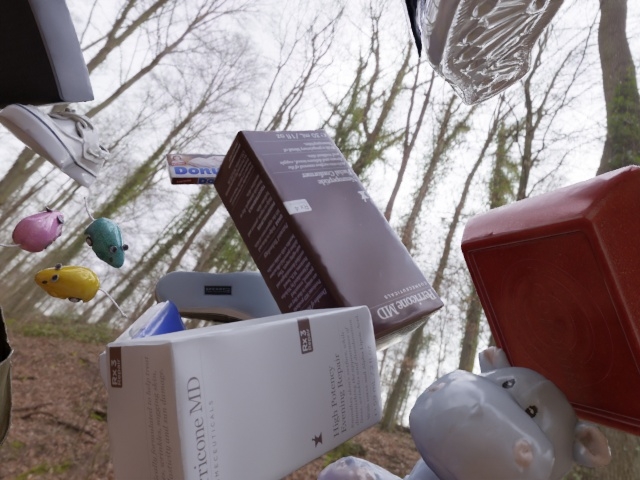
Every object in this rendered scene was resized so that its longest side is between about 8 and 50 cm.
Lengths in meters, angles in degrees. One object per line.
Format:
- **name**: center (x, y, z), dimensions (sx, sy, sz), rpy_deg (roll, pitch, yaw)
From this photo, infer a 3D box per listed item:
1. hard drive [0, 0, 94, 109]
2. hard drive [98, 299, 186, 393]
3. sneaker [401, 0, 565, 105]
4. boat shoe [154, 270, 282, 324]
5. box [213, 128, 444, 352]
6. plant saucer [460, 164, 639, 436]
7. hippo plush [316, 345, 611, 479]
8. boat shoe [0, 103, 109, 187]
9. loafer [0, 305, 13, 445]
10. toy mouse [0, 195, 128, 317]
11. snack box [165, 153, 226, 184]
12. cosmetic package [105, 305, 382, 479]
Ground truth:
- **hard drive**: center (-0.429, -0.308, 0.647), dimensions (0.171, 0.054, 0.255), rpy_deg (0, -62, 16)
- **hard drive**: center (-0.153, 0.182, 0.521), dimensions (0.210, 0.040, 0.318), rpy_deg (68, -13, -4)
- **sneaker**: center (0.129, -0.287, 0.473), dimensions (0.130, 0.323, 0.236), rpy_deg (-26, -99, 17)
- **boat shoe**: center (-0.193, 0.133, 1.009), dimensions (0.306, 0.113, 0.105), rpy_deg (2, -25, -18)
- **box**: center (0.000, 0.000, 0.759), dimensions (0.381, 0.191, 0.143), rpy_deg (59, -44, 20)
- **plant saucer**: center (0.251, 0.081, 0.493), dimensions (0.259, 0.047, 0.259), rpy_deg (154, -84, -72)
- **hippo plush**: center (0.164, 0.249, 0.445), dimensions (0.294, 0.234, 0.237), rpy_deg (14, -64, -37)
- **boat shoe**: center (-0.373, -0.150, 0.700), dimensions (0.096, 0.088, 0.267), rpy_deg (36, -12, -1)
- **loafer**: center (-0.252, 0.095, 0.336), dimensions (0.050, 0.056, 0.148), rpy_deg (9, -74, 36)
- **toy mouse**: center (-0.276, -0.004, 0.533), dimensions (0.161, 0.143, 0.031), rpy_deg (25, -45, -30)
- **snack box**: center (-0.190, -0.132, 0.876), dimensions (0.178, 0.064, 0.022), rpy_deg (-4, -38, -27)
- **cosmetic package**: center (-0.045, 0.122, 0.389), dimensions (0.085, 0.231, 0.117), rpy_deg (-11, -96, 35)
